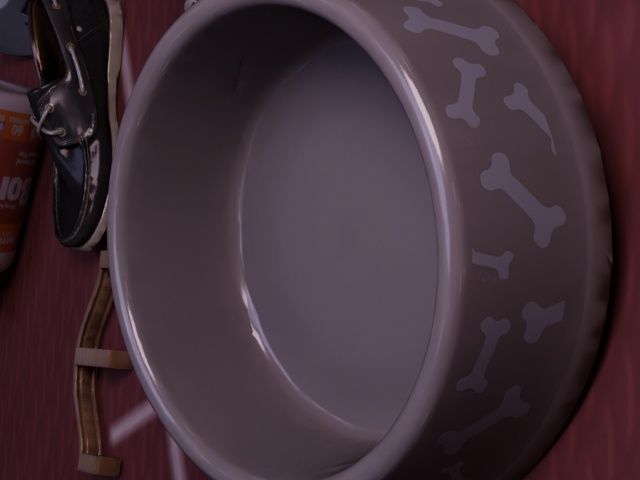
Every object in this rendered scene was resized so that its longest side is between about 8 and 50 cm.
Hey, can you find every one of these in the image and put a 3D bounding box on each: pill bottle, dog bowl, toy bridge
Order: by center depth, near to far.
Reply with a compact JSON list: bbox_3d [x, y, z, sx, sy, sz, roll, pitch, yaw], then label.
[{"bbox_3d":[0.000,0.000,0.878,0.349,0.102,0.348,7,99,47],"label":"dog bowl"},{"bbox_3d":[-0.179,0.096,1.225,0.063,0.026,0.188,-3,80,55],"label":"toy bridge"},{"bbox_3d":[-0.330,-0.042,1.379,0.121,0.121,0.216,27,105,53],"label":"pill bottle"}]

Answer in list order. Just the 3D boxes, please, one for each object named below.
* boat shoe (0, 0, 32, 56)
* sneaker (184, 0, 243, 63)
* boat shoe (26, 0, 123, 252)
[{"bbox_3d":[-0.260,-0.239,1.385,0.183,0.065,0.083,-31,37,56],"label":"boat shoe"},{"bbox_3d":[-0.019,-0.153,1.007,0.225,0.088,0.092,-19,69,51],"label":"sneaker"},{"bbox_3d":[-0.218,-0.105,1.279,0.084,0.079,0.233,-16,72,50],"label":"boat shoe"}]
